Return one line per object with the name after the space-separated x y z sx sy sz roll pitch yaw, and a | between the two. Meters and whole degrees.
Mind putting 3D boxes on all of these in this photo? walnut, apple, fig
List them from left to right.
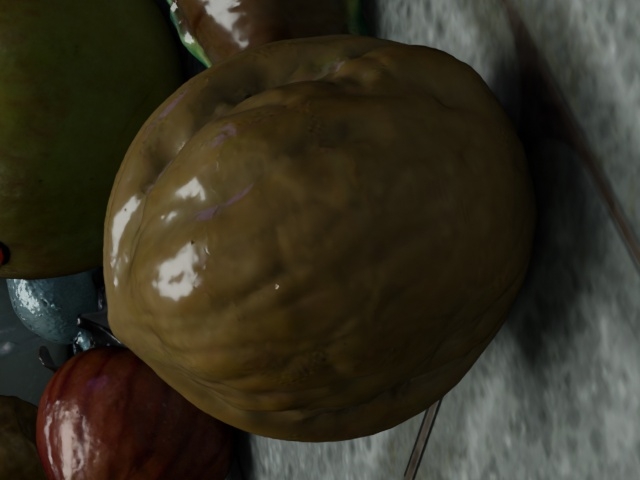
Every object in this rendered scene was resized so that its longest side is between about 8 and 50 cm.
-0.194 -0.093 1.159 0.261 0.194 0.260 176 90 -75 | apple
-0.112 0.138 1.085 0.128 0.128 0.150 124 133 -63 | fig
0.000 0.000 0.632 0.149 0.167 0.166 66 164 -8 | walnut

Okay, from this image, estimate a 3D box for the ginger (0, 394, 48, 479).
-0.271 0.269 1.392 0.152 0.274 0.357 54 -178 33 | ginger

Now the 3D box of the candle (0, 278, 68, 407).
-0.349 0.163 1.682 0.221 0.221 0.342 -142 50 -67 | candle

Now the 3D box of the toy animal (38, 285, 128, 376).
-0.186 0.117 1.388 0.070 0.105 0.202 39 152 14 | toy animal

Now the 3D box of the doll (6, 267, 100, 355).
-0.223 0.029 1.519 0.120 0.075 0.179 50 -166 -16 | doll

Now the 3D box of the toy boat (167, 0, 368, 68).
-0.035 -0.150 0.813 0.099 0.108 0.292 37 -147 -66 | toy boat
